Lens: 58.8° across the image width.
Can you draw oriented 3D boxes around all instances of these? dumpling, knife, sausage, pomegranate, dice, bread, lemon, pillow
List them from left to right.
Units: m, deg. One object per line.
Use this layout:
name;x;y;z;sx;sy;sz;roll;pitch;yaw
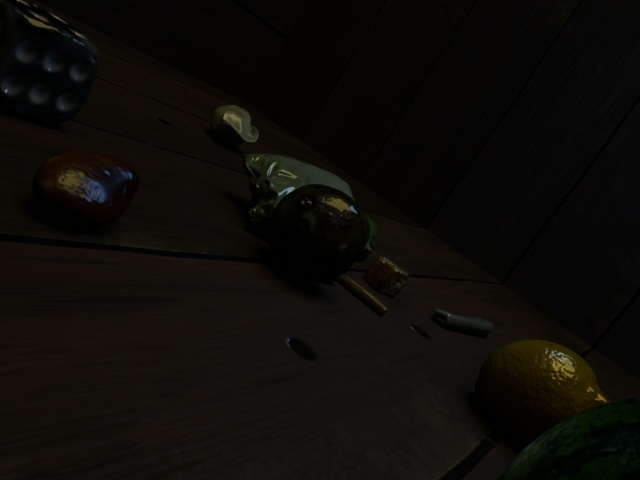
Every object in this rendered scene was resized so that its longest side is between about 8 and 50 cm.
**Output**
dice;-0.540;-0.336;1.051;0.183;0.181;0.182;40;17;27
dumpling;-0.301;-0.398;1.972;0.162;0.132;0.250;23;16;-24
pillow;-0.040;-0.091;1.333;0.310;0.138;0.283;18;35;-23
pomegranate;0.000;0.000;1.121;0.202;0.202;0.248;42;-13;36
sausage;0.089;0.114;1.218;0.132;0.024;0.024;39;14;23
bread;0.160;0.087;1.384;0.077;0.070;0.083;23;13;-40
knife;0.375;0.214;1.500;0.073;0.040;0.266;29;7;41
lemon;0.384;0.266;1.004;0.187;0.186;0.244;22;-15;-38

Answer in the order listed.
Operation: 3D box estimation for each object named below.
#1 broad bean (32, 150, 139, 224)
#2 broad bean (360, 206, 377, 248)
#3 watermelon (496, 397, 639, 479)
broad bean;-0.325;-0.071;0.791;0.114;0.084;0.165;36;18;-5
broad bean;0.039;-0.083;1.577;0.291;0.119;0.238;44;12;19
watermelon;0.278;0.349;0.534;0.222;0.319;0.292;-2;5;4
